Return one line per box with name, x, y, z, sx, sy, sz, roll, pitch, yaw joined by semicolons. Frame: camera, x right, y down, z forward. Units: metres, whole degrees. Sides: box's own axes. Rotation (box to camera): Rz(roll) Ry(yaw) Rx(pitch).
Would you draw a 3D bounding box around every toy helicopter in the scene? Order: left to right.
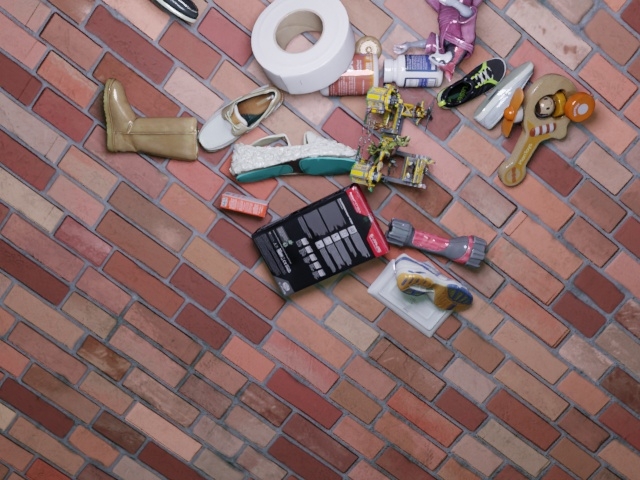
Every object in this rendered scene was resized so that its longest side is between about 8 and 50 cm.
toy helicopter;0.619;-0.324;1.826;0.235;0.140;0.355;10;119;-23

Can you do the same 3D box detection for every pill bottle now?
pill bottle;0.060;-0.487;1.813;0.216;0.121;0.121;-2;102;1
pill bottle;0.271;-0.502;1.820;0.170;0.094;0.094;1;102;1

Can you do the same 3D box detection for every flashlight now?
flashlight;0.360;0.002;1.927;0.304;0.103;0.103;17;103;-4

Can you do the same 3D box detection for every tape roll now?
tape roll;-0.048;-0.561;1.739;0.286;0.100;0.286;-5;71;13

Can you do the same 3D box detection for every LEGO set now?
LEGO set;0.237;-0.284;1.786;0.192;0.255;0.331;15;91;25

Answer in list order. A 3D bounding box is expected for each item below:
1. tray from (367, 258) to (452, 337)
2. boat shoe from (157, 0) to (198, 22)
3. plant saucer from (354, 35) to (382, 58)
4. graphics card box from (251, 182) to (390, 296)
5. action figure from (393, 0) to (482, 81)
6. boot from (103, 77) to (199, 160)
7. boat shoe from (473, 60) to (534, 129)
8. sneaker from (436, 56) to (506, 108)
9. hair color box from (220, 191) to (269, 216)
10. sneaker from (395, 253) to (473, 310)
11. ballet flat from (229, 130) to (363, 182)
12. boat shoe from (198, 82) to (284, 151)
tray;0.300;0.194;2.008;0.270;0.030;0.145;36;101;-7
boat shoe;-0.462;-0.774;1.756;0.340;0.127;0.113;45;111;1
plant saucer;0.143;-0.572;1.847;0.084;0.015;0.083;0;103;1
graphics card box;0.000;0.000;1.909;0.371;0.094;0.232;-26;101;15
action figure;0.381;-0.627;1.738;0.276;0.248;0.369;3;87;-26
boot;-0.507;-0.368;1.871;0.270;0.089;0.236;3;113;0
boat shoe;0.562;-0.431;1.847;0.081;0.079;0.227;38;105;-17
sneaker;0.454;-0.458;1.826;0.235;0.097;0.084;-34;100;8
hair color box;-0.236;-0.114;1.926;0.141;0.072;0.043;14;102;-1
sneaker;0.363;0.124;1.952;0.297;0.131;0.112;25;126;-28
ballet flat;-0.078;-0.267;1.865;0.409;0.147;0.146;-5;102;2
boat shoe;-0.247;-0.374;1.851;0.302;0.103;0.113;-36;99;8
